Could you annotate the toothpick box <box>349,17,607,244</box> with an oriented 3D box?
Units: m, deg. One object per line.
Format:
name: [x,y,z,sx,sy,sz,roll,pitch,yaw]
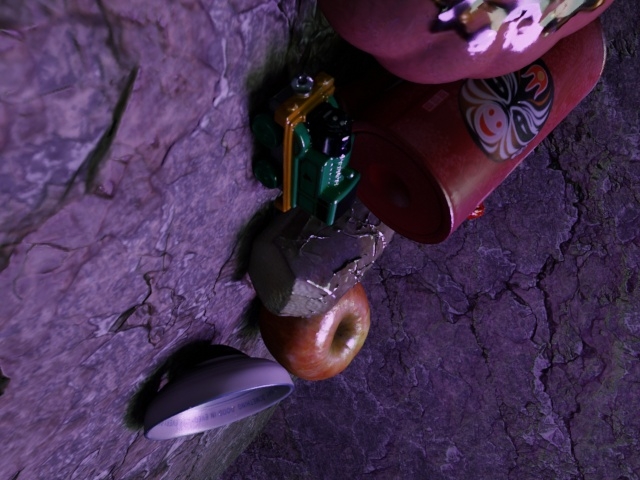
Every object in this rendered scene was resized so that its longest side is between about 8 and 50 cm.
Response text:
toothpick box: [0.206,-0.177,0.571,0.333,0.204,0.204,-42,164,-15]

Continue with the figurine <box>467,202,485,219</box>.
figurine: [0.377,-0.242,1.143,0.401,0.268,0.387,-3,122,-45]

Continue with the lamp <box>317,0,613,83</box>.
lamp: [0.121,-0.287,0.321,0.306,0.239,0.305,-9,139,-8]

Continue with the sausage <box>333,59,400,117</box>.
sausage: [0.094,-0.254,0.656,0.302,0.076,0.102,-48,165,-30]

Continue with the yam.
yam: [0.003,0.004,0.741,0.271,0.201,0.202,-38,159,-34]

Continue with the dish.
dish: [-0.201,0.268,0.782,0.274,0.133,0.273,-18,151,-10]

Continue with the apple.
apple: [-0.025,0.187,1.000,0.278,0.250,0.309,-26,130,-36]

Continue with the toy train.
toy train: [-0.010,-0.106,0.518,0.091,0.136,0.227,-49,167,-27]
